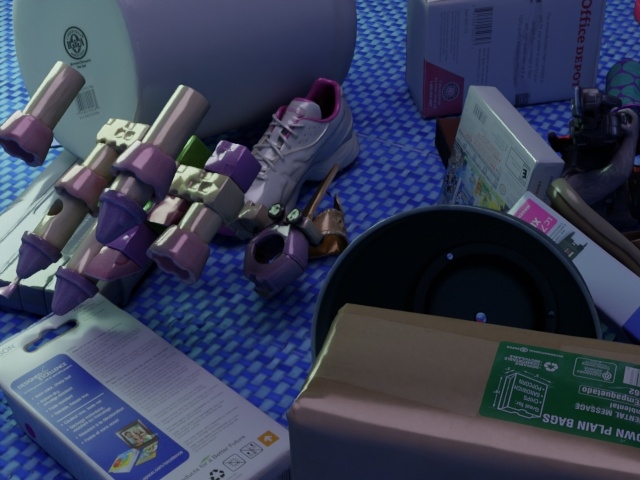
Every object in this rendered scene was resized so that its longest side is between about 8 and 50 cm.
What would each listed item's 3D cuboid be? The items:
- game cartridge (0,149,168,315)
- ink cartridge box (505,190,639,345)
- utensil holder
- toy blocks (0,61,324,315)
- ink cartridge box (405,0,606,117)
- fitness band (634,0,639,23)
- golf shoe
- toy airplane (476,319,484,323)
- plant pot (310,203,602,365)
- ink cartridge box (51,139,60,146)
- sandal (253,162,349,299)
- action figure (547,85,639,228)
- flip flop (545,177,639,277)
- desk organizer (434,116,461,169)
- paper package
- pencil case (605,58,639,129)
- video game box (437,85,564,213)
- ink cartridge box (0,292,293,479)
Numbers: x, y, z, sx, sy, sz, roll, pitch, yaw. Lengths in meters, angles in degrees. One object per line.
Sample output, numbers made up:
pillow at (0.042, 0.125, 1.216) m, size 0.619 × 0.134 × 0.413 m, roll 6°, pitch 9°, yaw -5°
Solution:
game cartridge at (-0.310, -0.023, 1.590) m, size 0.230 × 0.068 × 0.355 m, roll 14°, pitch 39°, yaw 15°
ink cartridge box at (0.346, 0.078, 1.305) m, size 0.065 × 0.186 × 0.311 m, roll -50°, pitch 44°, yaw 3°
utensil holder at (-0.196, -0.304, 1.675) m, size 0.385 × 0.327 × 0.327 m, roll -21°, pitch 39°, yaw -40°
toy blocks at (-0.219, -0.007, 1.368) m, size 0.289 × 0.309 × 0.260 m, roll 15°, pitch 67°, yaw 39°
ink cartridge box at (0.284, -0.319, 1.824) m, size 0.283 × 0.207 × 0.117 m, roll -8°, pitch 38°, yaw -8°
fitness band at (0.699, -0.426, 2.078) m, size 0.291 × 0.054 × 0.209 m, roll -17°, pitch 41°, yaw -16°
golf shoe at (-0.060, -0.122, 1.638) m, size 0.115 × 0.140 × 0.306 m, roll 21°, pitch 44°, yaw 27°
toy airplane at (0.229, 0.096, 1.411) m, size 0.151 × 0.028 × 0.151 m, roll -3°, pitch 35°, yaw 2°
plant pot at (0.157, 0.096, 1.241) m, size 0.293 × 0.293 × 0.196 m, roll 9°, pitch 11°, yaw 16°
ink cartridge box at (-0.342, -0.244, 1.868) m, size 0.224 × 0.045 × 0.223 m, roll -6°, pitch 48°, yaw -2°
sandal at (-0.003, 0.003, 1.537) m, size 0.079 × 0.088 × 0.240 m, roll 34°, pitch 49°, yaw -3°
action figure at (0.395, -0.074, 1.484) m, size 0.330 × 0.178 × 0.341 m, roll 8°, pitch -7°, yaw 26°
flip flop at (0.382, 0.012, 1.360) m, size 0.277 × 0.080 × 0.112 m, roll 41°, pitch 3°, yaw -3°
desk organizer at (0.206, -0.130, 1.708) m, size 0.050 × 0.047 × 0.130 m, roll -4°, pitch 36°, yaw -6°
paper package at (0.146, 0.229, 0.999) m, size 0.325 × 0.309 × 0.168 m, roll 9°, pitch 38°, yaw 14°
pencil case at (0.472, -0.218, 1.793) m, size 0.070 × 0.064 × 0.151 m, roll -9°, pitch 34°, yaw 19°
video game box at (0.226, -0.071, 1.505) m, size 0.048 × 0.187 × 0.205 m, roll 1°, pitch 34°, yaw -22°
ink cartridge box at (-0.205, 0.192, 1.280) m, size 0.176 × 0.069 × 0.371 m, roll -32°, pitch 48°, yaw -33°
